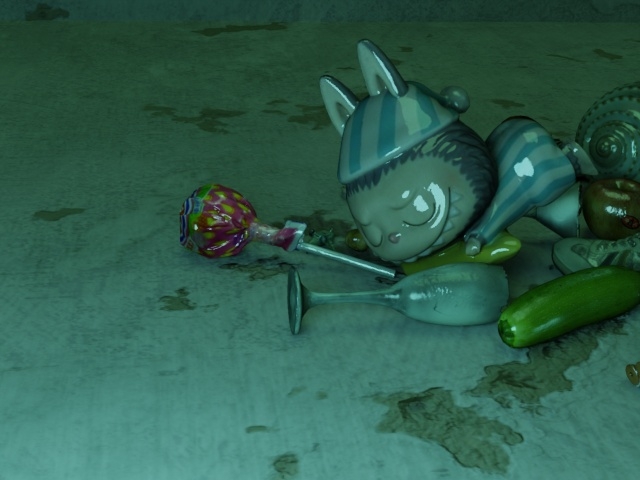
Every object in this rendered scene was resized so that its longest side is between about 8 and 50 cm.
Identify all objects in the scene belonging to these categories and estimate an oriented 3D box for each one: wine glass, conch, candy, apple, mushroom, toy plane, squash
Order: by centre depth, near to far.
[{"bbox_3d":[0.115,0.004,1.480,0.309,0.264,0.096,-2,25,-9],"label":"wine glass"},{"bbox_3d":[0.363,0.089,1.532,0.292,0.082,0.082,-14,27,-32],"label":"squash"},{"bbox_3d":[-0.055,0.005,1.710,0.365,0.124,0.124,17,26,10],"label":"candy"},{"bbox_3d":[0.001,-0.002,1.785,0.080,0.033,0.083,28,32,26],"label":"toy plane"},{"bbox_3d":[0.357,-0.048,1.823,0.183,0.122,0.122,3,23,13],"label":"wine glass"},{"bbox_3d":[0.520,-0.052,1.855,0.126,0.102,0.126,2,29,-1],"label":"apple"},{"bbox_3d":[0.073,-0.048,1.901,0.068,0.043,0.306,25,20,-9],"label":"mushroom"},{"bbox_3d":[0.658,-0.186,2.001,0.319,0.215,0.303,-26,50,-24],"label":"conch"}]

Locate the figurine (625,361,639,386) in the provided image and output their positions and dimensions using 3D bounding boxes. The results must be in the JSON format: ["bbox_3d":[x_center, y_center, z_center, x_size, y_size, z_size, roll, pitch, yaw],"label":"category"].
[{"bbox_3d":[0.498,0.139,1.408,0.197,0.093,0.147,-6,-9,-17],"label":"figurine"}]

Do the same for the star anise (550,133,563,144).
[{"bbox_3d":[0.438,-0.193,2.243,0.124,0.056,0.129,-27,14,-10],"label":"star anise"}]

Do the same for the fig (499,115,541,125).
[{"bbox_3d":[0.440,-0.174,2.121,0.201,0.134,0.146,2,63,-26],"label":"fig"}]

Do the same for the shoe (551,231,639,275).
[{"bbox_3d":[0.493,0.033,1.660,0.275,0.098,0.103,15,22,32],"label":"shoe"}]

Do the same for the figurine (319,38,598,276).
[{"bbox_3d":[0.184,-0.157,1.625,0.361,0.378,0.266,-36,26,-9],"label":"figurine"}]

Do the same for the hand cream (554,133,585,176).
[{"bbox_3d":[0.649,-0.194,2.217,0.358,0.118,0.185,-10,29,-1],"label":"hand cream"}]
